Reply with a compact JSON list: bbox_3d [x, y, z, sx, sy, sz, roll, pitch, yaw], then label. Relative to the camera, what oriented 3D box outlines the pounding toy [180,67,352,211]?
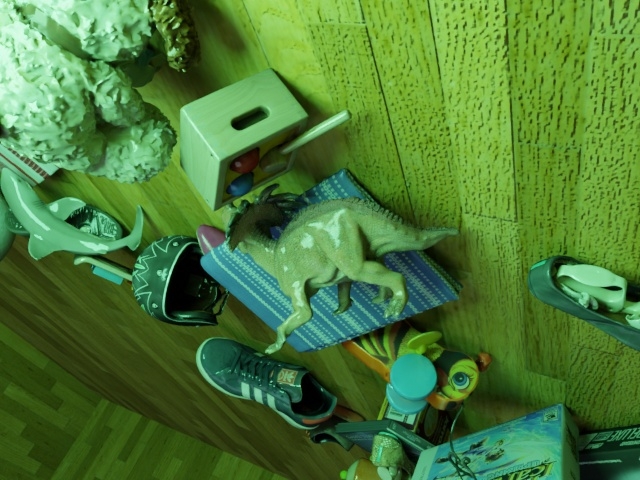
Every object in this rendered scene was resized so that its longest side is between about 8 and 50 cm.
[{"bbox_3d":[-0.063,-0.106,0.671,0.100,0.141,0.130,53,156,13],"label":"pounding toy"}]

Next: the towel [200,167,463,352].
[{"bbox_3d":[0.001,0.047,0.896,0.243,0.040,0.336,43,136,-19],"label":"towel"}]

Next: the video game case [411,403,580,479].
[{"bbox_3d":[0.256,0.370,0.962,0.269,0.244,0.061,-30,93,25],"label":"video game case"}]

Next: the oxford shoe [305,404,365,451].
[{"bbox_3d":[-0.025,0.460,1.623,0.271,0.098,0.097,10,148,30],"label":"oxford shoe"}]

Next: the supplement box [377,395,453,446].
[{"bbox_3d":[0.192,0.360,1.249,0.080,0.104,0.188,6,146,33],"label":"supplement box"}]

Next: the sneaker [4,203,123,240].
[{"bbox_3d":[-0.484,-0.023,1.244,0.227,0.087,0.130,6,172,6],"label":"sneaker"}]

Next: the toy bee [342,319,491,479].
[{"bbox_3d":[0.178,0.211,0.994,0.298,0.162,0.195,54,160,4],"label":"toy bee"}]

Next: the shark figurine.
[{"bbox_3d":[-0.445,-0.001,1.105,0.278,0.116,0.166,20,124,1],"label":"shark figurine"}]

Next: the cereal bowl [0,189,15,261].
[{"bbox_3d":[-0.784,-0.095,1.321,0.339,0.141,0.339,22,152,12],"label":"cereal bowl"}]

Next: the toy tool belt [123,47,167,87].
[{"bbox_3d":[-0.215,-0.216,0.705,0.083,0.052,0.051,41,125,-17],"label":"toy tool belt"}]

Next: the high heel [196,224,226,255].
[{"bbox_3d":[-0.087,0.044,1.023,0.117,0.082,0.244,-37,101,27],"label":"high heel"}]

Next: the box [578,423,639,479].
[{"bbox_3d":[0.527,0.386,0.917,0.242,0.076,0.307,54,153,7],"label":"box"}]

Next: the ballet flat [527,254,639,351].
[{"bbox_3d":[0.324,0.069,0.672,0.203,0.074,0.074,24,153,12],"label":"ballet flat"}]

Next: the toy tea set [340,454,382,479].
[{"bbox_3d":[0.132,0.540,1.517,0.124,0.200,0.336,10,154,15],"label":"toy tea set"}]

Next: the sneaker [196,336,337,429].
[{"bbox_3d":[-0.112,0.314,1.443,0.350,0.131,0.148,30,146,-16],"label":"sneaker"}]

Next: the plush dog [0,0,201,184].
[{"bbox_3d":[-0.244,-0.193,0.599,0.262,0.225,0.210,34,-166,-2],"label":"plush dog"}]

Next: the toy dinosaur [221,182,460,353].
[{"bbox_3d":[0.000,0.000,0.739,0.295,0.127,0.200,-19,95,23],"label":"toy dinosaur"}]

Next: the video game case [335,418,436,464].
[{"bbox_3d":[0.185,0.425,1.225,0.274,0.026,0.196,35,150,-14],"label":"video game case"}]

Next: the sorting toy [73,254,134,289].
[{"bbox_3d":[-0.383,0.071,1.245,0.208,0.038,0.193,22,175,-21],"label":"sorting toy"}]

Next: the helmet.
[{"bbox_3d":[-0.241,0.068,1.082,0.161,0.169,0.169,20,157,-23],"label":"helmet"}]

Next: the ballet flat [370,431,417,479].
[{"bbox_3d":[0.137,0.423,1.163,0.073,0.067,0.206,3,144,34],"label":"ballet flat"}]

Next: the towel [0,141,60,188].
[{"bbox_3d":[-0.527,-0.196,1.031,0.237,0.037,0.329,43,148,-26],"label":"towel"}]
